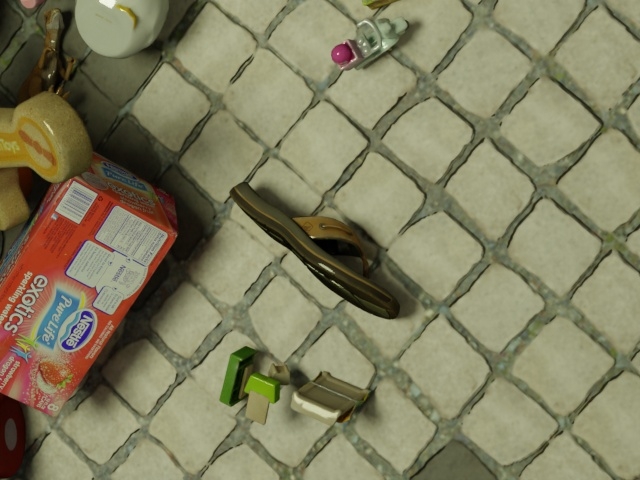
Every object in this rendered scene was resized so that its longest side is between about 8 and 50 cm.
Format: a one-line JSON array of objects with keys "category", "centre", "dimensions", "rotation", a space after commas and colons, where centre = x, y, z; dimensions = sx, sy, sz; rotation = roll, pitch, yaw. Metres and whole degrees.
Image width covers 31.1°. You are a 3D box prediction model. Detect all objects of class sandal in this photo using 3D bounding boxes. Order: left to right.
[{"category": "sandal", "centre": [0.000, 0.000, 1.184], "dimensions": [0.219, 0.090, 0.060], "rotation": [39, 83, 23]}]

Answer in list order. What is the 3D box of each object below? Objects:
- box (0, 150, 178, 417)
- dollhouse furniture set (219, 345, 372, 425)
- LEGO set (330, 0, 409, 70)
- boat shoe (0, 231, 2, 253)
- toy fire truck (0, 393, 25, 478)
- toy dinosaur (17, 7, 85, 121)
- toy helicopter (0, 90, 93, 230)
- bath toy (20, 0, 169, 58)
[{"category": "box", "centre": [-0.273, 0.042, 1.235], "dimensions": [0.128, 0.122, 0.256], "rotation": [30, 105, -19]}, {"category": "dollhouse furniture set", "centre": [-0.031, 0.167, 1.199], "dimensions": [0.152, 0.076, 0.058], "rotation": [20, 111, 21]}, {"category": "LEGO set", "centre": [-0.009, -0.315, 1.154], "dimensions": [0.132, 0.107, 0.287], "rotation": [-39, 78, 18]}, {"category": "boat shoe", "centre": [-0.570, 0.020, 1.356], "dimensions": [0.367, 0.156, 0.135], "rotation": [-3, 90, 21]}, {"category": "toy fire truck", "centre": [-0.446, 0.212, 1.224], "dimensions": [0.170, 0.302, 0.253], "rotation": [-4, 134, 6]}, {"category": "toy dinosaur", "centre": [-0.328, -0.160, 1.319], "dimensions": [0.112, 0.064, 0.211], "rotation": [34, 95, 37]}, {"category": "toy helicopter", "centre": [-0.338, -0.118, 1.147], "dimensions": [0.355, 0.140, 0.234], "rotation": [5, 119, 48]}, {"category": "bath toy", "centre": [-0.301, -0.335, 1.219], "dimensions": [0.348, 0.129, 0.151], "rotation": [34, 137, -2]}]
